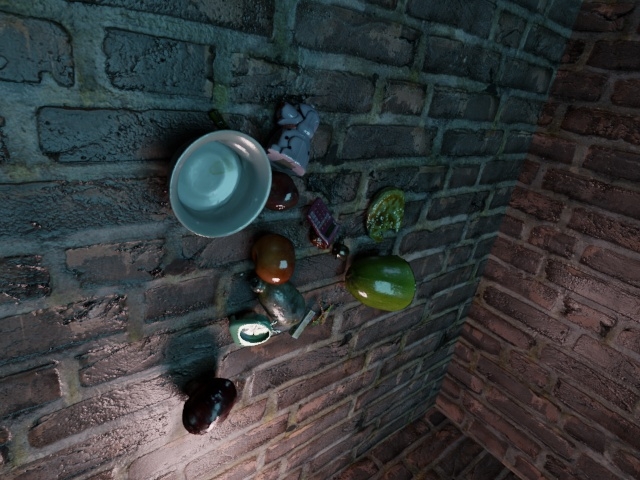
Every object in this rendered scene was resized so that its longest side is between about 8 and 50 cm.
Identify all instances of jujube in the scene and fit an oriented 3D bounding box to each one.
[{"bbox_3d":[0.000,0.000,1.813,0.077,0.077,0.129,-52,142,-5],"label":"jujube"}]

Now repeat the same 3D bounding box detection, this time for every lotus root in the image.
[{"bbox_3d":[-0.171,0.254,1.735,0.175,0.175,0.349,-46,137,-12],"label":"lotus root"}]

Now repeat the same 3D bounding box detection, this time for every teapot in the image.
[{"bbox_3d":[0.090,0.043,1.928,0.068,0.076,0.121,27,67,-40],"label":"teapot"}]

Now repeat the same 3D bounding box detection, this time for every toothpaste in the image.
[{"bbox_3d":[-0.092,0.412,2.006,0.164,0.034,0.046,-54,138,-4],"label":"toothpaste"}]

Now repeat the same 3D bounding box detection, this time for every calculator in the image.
[{"bbox_3d":[0.010,-0.082,1.751,0.190,0.034,0.126,56,49,-27],"label":"calculator"}]

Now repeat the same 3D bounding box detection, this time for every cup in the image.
[{"bbox_3d":[-0.344,-0.198,1.299,0.347,0.163,0.347,-22,127,-32],"label":"cup"}]

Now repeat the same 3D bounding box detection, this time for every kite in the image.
[{"bbox_3d":[0.012,0.364,2.066,0.198,0.006,0.244,-40,147,-31],"label":"kite"}]

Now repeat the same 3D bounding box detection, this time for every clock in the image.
[{"bbox_3d":[-0.275,0.375,1.715,0.211,0.066,0.159,-8,131,-1],"label":"clock"},{"bbox_3d":[-0.090,-0.383,1.439,0.189,0.189,0.253,28,81,-48],"label":"clock"}]

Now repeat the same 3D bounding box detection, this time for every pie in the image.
[{"bbox_3d":[0.338,-0.136,2.056,0.303,0.067,0.302,-22,129,-31],"label":"pie"}]

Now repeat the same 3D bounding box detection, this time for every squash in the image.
[{"bbox_3d":[0.275,0.220,2.044,0.309,0.310,0.310,3,111,-43],"label":"squash"}]

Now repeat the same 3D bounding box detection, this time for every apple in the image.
[{"bbox_3d":[-0.188,0.072,1.587,0.162,0.201,0.201,4,113,-18],"label":"apple"}]

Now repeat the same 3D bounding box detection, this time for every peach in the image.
[{"bbox_3d":[-0.144,-0.181,1.513,0.152,0.152,0.152,-23,128,-33],"label":"peach"}]

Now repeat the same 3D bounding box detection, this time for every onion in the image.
[{"bbox_3d":[-0.478,0.679,1.689,0.252,0.219,0.252,-45,-178,2],"label":"onion"}]

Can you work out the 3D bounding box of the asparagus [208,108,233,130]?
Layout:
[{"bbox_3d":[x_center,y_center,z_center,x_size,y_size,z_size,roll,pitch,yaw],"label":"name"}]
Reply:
[{"bbox_3d":[-0.308,-0.366,1.331,0.036,0.030,0.165,-58,139,-15],"label":"asparagus"}]
